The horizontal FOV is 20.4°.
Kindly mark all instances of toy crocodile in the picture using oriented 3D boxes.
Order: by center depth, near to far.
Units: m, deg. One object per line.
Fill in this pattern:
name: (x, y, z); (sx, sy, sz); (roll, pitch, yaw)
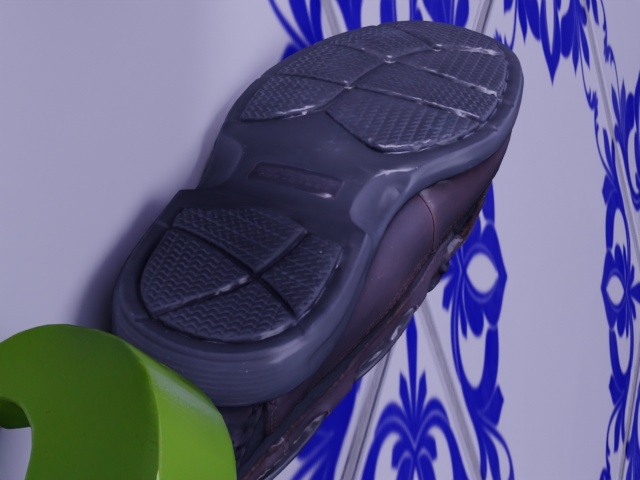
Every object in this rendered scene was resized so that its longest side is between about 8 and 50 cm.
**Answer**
toy crocodile: (-0.070, 0.195, 0.513); (0.115, 0.105, 0.341); (14, 79, -69)

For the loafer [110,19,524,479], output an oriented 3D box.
loafer: (0.000, 0.000, 0.733); (0.302, 0.109, 0.095); (-50, 152, -53)
